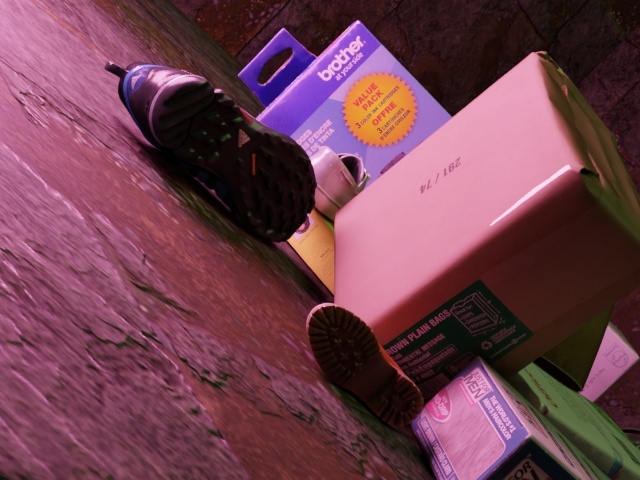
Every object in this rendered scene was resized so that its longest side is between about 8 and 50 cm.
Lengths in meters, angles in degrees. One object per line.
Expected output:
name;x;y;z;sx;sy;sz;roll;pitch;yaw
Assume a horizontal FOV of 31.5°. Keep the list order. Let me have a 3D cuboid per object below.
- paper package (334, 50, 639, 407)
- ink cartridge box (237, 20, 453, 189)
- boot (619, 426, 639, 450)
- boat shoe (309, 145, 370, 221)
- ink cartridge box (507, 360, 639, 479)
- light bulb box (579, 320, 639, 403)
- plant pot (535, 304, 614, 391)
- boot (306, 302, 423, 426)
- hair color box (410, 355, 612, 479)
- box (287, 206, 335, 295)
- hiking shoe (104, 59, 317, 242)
paper package;0.182;-0.005;1.259;0.168;0.325;0.309;43;23;-21
ink cartridge box;0.052;-0.136;1.690;0.395;0.270;0.151;45;2;-3
boot;0.424;0.344;1.629;0.263;0.091;0.229;10;12;-8
boat shoe;0.028;-0.073;1.482;0.079;0.081;0.227;47;7;15
ink cartridge box;0.272;0.241;1.357;0.278;0.117;0.201;35;11;-30
light bulb box;0.324;0.125;1.940;0.361;0.225;0.358;45;8;7
plant pot;0.302;0.031;1.502;0.237;0.254;0.237;32;-7;5
boot;0.030;0.108;1.089;0.158;0.059;0.084;51;0;-30
hair color box;0.255;0.286;1.130;0.347;0.105;0.174;43;7;-19
box;0.000;0.000;1.482;0.232;0.058;0.087;49;9;28
hiking shoe;-0.108;-0.109;1.286;0.132;0.113;0.304;36;-7;40
